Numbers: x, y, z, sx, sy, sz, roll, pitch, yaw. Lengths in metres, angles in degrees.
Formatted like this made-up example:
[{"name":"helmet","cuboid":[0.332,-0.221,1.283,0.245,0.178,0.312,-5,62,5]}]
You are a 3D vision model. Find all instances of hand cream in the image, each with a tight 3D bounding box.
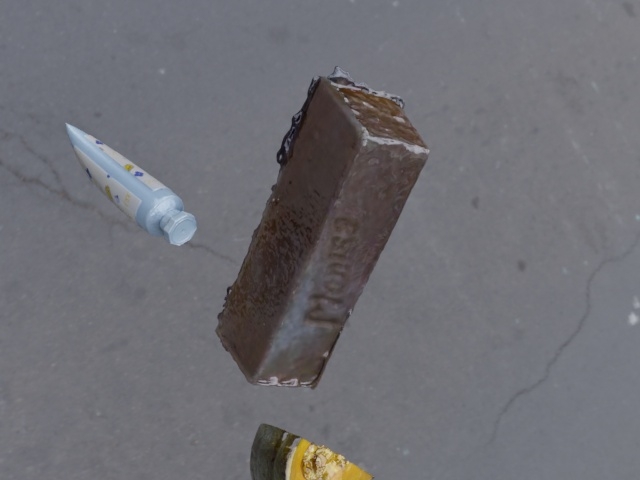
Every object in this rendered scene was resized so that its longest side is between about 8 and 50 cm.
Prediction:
[{"name":"hand cream","cuboid":[-0.179,-0.049,0.783,0.171,0.065,0.043,34,62,31]}]

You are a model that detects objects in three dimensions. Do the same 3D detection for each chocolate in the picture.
[{"name":"chocolate","cuboid":[0.000,0.000,0.847,0.112,0.321,0.112,12,26,-29]}]

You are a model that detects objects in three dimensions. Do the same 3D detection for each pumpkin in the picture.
[{"name":"pumpkin","cuboid":[-0.025,0.411,1.462,0.248,0.131,0.126,34,67,-40]}]
